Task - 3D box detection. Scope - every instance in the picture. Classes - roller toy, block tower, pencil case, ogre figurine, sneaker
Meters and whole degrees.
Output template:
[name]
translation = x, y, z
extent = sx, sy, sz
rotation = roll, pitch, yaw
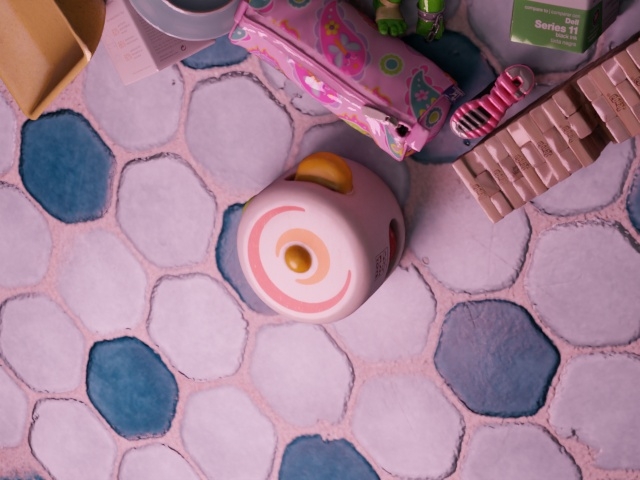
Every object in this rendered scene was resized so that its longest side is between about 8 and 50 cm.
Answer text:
[roller toy]
translation = 0.000, 0.000, 1.831
extent = 0.209, 0.146, 0.191
rotation = -35, 94, 34
[block tower]
translation = 0.310, -0.147, 1.640
extent = 0.335, 0.097, 0.091
rotation = -33, 94, 32
[pencil case]
translation = 0.030, -0.211, 1.739
extent = 0.284, 0.124, 0.124
rotation = 37, 123, 9
[ogre figurine]
translation = 0.068, -0.322, 1.689
extent = 0.197, 0.097, 0.118
rotation = 44, 138, 17
[sneaker]
translation = 0.203, -0.165, 1.705
extent = 0.119, 0.057, 0.047
rotation = -38, 100, 21

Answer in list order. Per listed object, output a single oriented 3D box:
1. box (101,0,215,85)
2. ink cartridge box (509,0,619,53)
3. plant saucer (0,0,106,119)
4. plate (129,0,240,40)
[box]
translation = -0.227, -0.296, 1.822
extent = 0.130, 0.091, 0.170
rotation = -5, 113, 64
[ink cartridge box]
translation = 0.273, -0.322, 1.544
extent = 0.087, 0.153, 0.208
rotation = 14, 118, 21
[plant saucer]
translation = -0.397, -0.345, 1.861
extent = 0.332, 0.081, 0.333
rotation = 57, 155, -6
[plate]
translation = -0.149, -0.336, 1.758
extent = 0.188, 0.188, 0.024
rotation = 67, 165, -11
